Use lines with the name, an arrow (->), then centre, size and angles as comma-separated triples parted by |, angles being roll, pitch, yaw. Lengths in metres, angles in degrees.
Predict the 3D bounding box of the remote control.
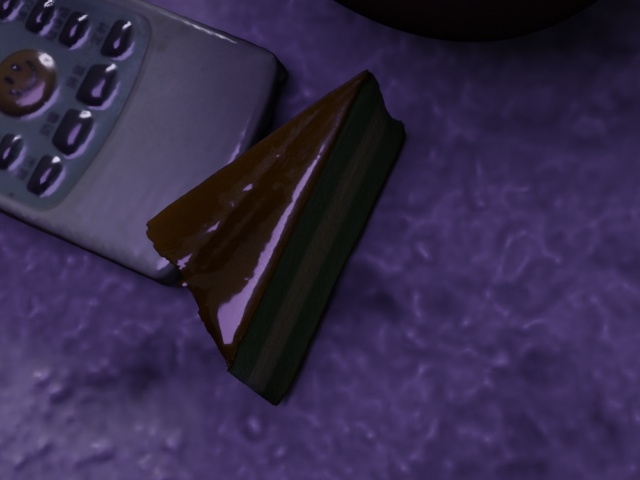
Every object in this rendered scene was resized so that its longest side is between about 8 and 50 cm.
remote control -> -0.156, -0.079, 0.800 | 0.285, 0.038, 0.123 | 24, 82, 24

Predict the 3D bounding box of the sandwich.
sandwich -> 0.000, 0.000, 0.703 | 0.116, 0.074, 0.074 | -36, 64, 4

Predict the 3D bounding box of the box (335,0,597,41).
box -> 0.061, -0.226, 0.658 | 0.301, 0.216, 0.301 | -2, 81, 11
